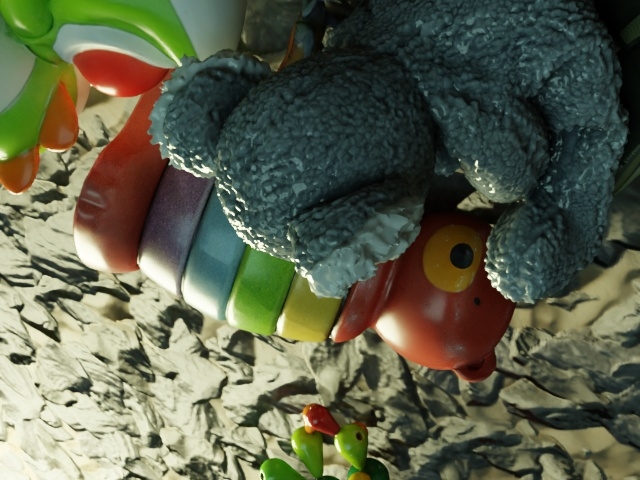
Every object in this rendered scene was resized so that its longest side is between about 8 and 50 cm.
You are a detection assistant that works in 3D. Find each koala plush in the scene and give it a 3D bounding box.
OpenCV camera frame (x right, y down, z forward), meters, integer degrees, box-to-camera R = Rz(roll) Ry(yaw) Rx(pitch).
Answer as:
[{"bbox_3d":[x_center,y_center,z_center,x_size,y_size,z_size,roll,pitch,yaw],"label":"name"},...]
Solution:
[{"bbox_3d":[0.034,-0.061,0.583,0.196,0.221,0.203,46,146,32],"label":"koala plush"}]

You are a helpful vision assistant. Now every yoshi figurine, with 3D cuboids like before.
[{"bbox_3d":[-0.169,-0.180,0.655,0.362,0.203,0.203,-31,130,28],"label":"yoshi figurine"}]

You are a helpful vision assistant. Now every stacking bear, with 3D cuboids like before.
[{"bbox_3d":[0.000,0.000,0.755,0.289,0.175,0.164,22,151,3],"label":"stacking bear"}]

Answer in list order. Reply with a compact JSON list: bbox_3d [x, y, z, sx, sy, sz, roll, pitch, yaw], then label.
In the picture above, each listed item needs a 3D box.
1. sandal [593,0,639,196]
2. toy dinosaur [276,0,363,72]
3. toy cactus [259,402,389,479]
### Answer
[{"bbox_3d":[0.195,-0.106,0.603,0.120,0.086,0.303,62,152,6],"label":"sandal"},{"bbox_3d":[-0.009,-0.144,0.695,0.090,0.082,0.047,-17,156,9],"label":"toy dinosaur"},{"bbox_3d":[0.027,0.245,0.977,0.180,0.112,0.219,23,125,1],"label":"toy cactus"}]
